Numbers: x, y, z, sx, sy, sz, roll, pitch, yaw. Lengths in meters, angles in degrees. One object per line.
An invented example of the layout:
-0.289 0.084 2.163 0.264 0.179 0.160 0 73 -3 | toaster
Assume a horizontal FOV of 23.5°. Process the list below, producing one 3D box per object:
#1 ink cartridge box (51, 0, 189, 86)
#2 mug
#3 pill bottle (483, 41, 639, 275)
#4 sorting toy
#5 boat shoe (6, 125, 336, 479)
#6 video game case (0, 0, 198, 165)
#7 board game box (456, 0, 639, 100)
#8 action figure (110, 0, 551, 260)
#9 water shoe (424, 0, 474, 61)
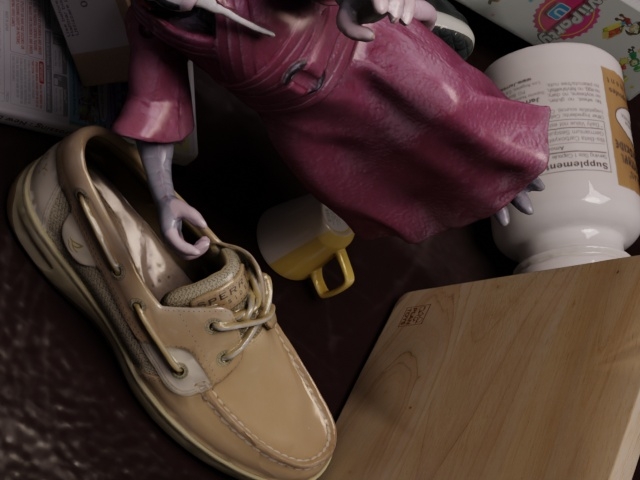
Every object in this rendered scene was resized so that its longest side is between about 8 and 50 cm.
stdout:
-0.121 -0.253 1.105 0.193 0.088 0.235 -35 114 -44 | ink cartridge box
0.000 -0.004 1.182 0.078 0.064 0.062 42 48 -17 | mug
0.210 -0.043 1.330 0.131 0.131 0.229 14 61 -35 | pill bottle
0.137 0.141 1.109 0.089 0.255 0.257 55 44 -27 | sorting toy
-0.085 0.050 1.060 0.302 0.098 0.109 50 47 -10 | boat shoe
-0.181 -0.171 1.139 0.193 0.023 0.212 12 62 -36 | video game case
0.196 -0.290 1.431 0.303 0.097 0.224 23 44 -30 | board game box
-0.010 -0.139 0.997 0.370 0.248 0.276 33 39 -39 | action figure
0.041 -0.205 1.324 0.203 0.073 0.080 23 34 -34 | water shoe
